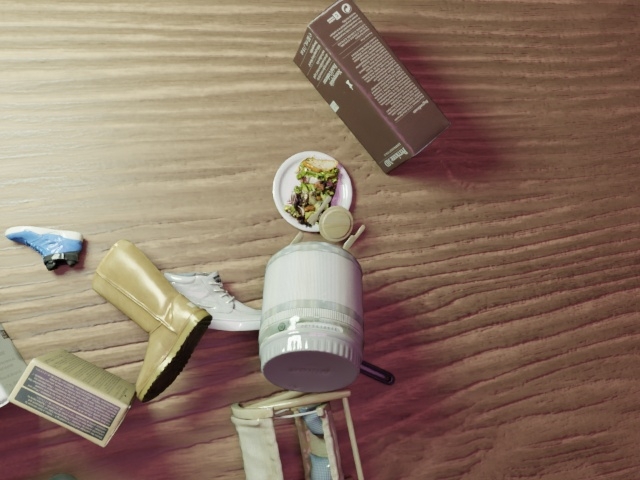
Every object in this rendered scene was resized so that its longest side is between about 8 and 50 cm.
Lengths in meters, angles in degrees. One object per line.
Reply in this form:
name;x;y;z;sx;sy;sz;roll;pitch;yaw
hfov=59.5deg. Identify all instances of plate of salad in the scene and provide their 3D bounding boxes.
plate of salad;-0.015;-0.121;1.356;0.199;0.048;0.200;2;83;-15

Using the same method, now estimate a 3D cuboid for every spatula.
spatula;0.048;0.275;1.333;0.296;0.030;0.084;26;76;-10

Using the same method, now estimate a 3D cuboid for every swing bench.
swing bench;-0.048;0.464;1.219;0.254;0.165;0.254;-11;87;-15

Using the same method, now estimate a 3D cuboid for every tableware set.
tableware set;0.000;0.000;1.341;0.128;0.039;0.194;39;89;-22

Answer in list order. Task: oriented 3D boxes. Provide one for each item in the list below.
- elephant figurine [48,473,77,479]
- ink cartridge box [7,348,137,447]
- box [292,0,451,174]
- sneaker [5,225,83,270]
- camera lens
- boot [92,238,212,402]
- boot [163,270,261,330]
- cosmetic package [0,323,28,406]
elephant figurine;-0.531;0.537;1.101;0.239;0.169;0.186;-28;117;-15
ink cartridge box;-0.469;0.300;1.096;0.193;0.234;0.088;31;78;-8
box;0.115;-0.360;1.345;0.143;0.191;0.381;-42;94;-15
sneaker;-0.590;0.020;1.189;0.152;0.058;0.085;7;73;-20
camera lens;-0.017;0.156;1.194;0.219;0.219;0.274;12;50;-12
boot;-0.382;0.166;1.175;0.269;0.089;0.236;34;87;19
boot;-0.229;0.131;1.246;0.258;0.095;0.124;6;89;-12
cosmetic package;-0.730;0.165;1.059;0.156;0.217;0.385;-30;94;-15
